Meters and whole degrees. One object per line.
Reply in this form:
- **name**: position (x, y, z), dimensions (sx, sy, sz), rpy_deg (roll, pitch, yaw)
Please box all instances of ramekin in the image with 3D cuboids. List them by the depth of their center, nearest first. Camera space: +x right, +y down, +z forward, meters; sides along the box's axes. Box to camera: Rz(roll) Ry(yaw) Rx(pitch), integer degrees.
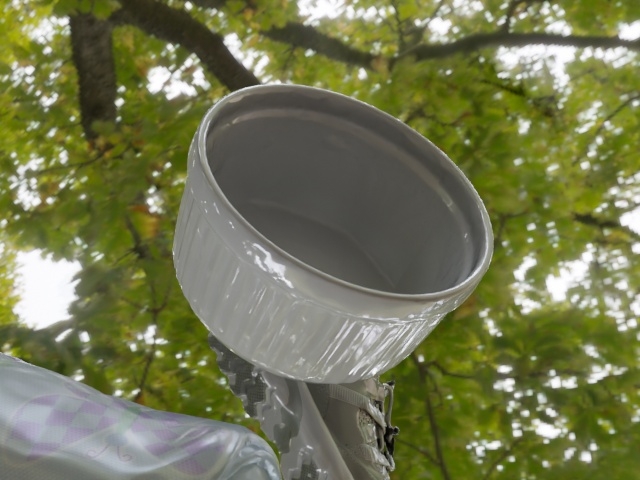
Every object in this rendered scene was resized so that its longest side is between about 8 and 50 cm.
- **ramekin**: position (0.000, 0.000, 0.669), dimensions (0.207, 0.109, 0.207), rpy_deg (17, -142, -14)

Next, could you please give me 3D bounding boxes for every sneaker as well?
- **sneaker**: position (0.026, 0.150, 0.768), dimensions (0.115, 0.105, 0.281), rpy_deg (-24, -98, -28)

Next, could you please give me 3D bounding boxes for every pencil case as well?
- **pencil case**: position (-0.151, 0.087, 0.380), dimensions (0.273, 0.124, 0.113), rpy_deg (17, -95, 15)
